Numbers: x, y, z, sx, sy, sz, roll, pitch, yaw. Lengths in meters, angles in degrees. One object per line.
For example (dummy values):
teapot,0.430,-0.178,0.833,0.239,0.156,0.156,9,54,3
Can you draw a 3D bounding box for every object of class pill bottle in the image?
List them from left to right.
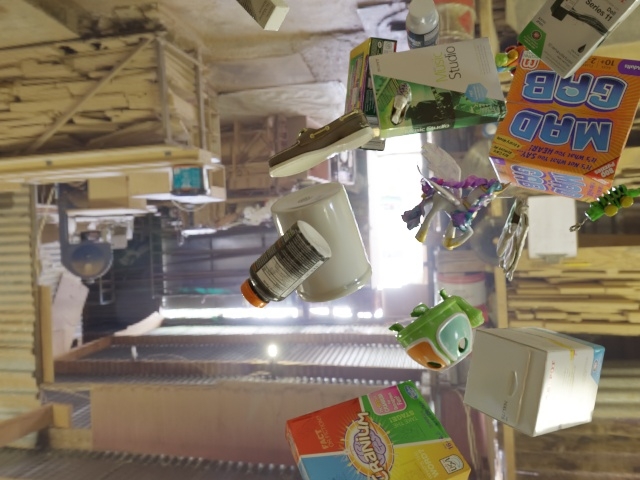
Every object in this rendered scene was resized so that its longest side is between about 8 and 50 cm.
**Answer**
pill bottle,-0.099,0.072,1.344,0.245,0.130,0.130,-42,169,14
pill bottle,0.336,-0.711,1.684,0.107,0.108,0.180,-3,163,13

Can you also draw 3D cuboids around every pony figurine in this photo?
pony figurine,0.452,-0.153,1.836,0.350,0.364,0.303,33,-142,-1

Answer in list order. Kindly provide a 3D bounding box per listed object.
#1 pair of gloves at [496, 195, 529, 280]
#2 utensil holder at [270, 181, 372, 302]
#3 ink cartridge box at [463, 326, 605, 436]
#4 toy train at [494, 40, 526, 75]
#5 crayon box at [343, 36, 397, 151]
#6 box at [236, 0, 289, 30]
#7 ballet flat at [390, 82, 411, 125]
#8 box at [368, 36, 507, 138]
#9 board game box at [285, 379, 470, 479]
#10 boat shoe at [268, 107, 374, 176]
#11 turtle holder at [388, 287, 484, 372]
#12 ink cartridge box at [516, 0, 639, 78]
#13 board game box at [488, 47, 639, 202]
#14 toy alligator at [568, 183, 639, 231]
pair of gloves,0.590,-0.012,1.547,0.042,0.204,0.240,15,-151,8
utensil holder,0.000,0.000,2.040,0.327,0.386,0.328,-17,-161,6
ink cartridge box,0.528,0.335,1.263,0.269,0.198,0.197,6,-176,-37
toy train,0.690,-0.659,1.813,0.143,0.105,0.248,-17,-178,-8
crayon box,0.165,-0.510,1.830,0.105,0.364,0.313,4,-168,-9
box,-0.257,-0.963,2.010,0.094,0.275,0.113,-29,163,-51
ballet flat,0.181,-0.304,1.162,0.041,0.041,0.114,-3,149,-4
box,0.298,-0.399,1.334,0.321,0.233,0.058,-9,161,6
board game box,0.113,0.448,1.077,0.316,0.064,0.242,-12,-141,-20
boat shoe,-0.009,-0.282,1.472,0.324,0.097,0.116,-24,173,-2
turtle holder,0.422,0.323,1.807,0.243,0.228,0.320,-44,163,27
ink cartridge box,0.575,-0.496,1.137,0.086,0.153,0.208,-30,162,-47
board game box,0.796,-0.358,1.657,0.356,0.357,0.356,18,180,27
toy alligator,0.697,-0.089,1.262,0.189,0.051,0.056,-33,-158,17
